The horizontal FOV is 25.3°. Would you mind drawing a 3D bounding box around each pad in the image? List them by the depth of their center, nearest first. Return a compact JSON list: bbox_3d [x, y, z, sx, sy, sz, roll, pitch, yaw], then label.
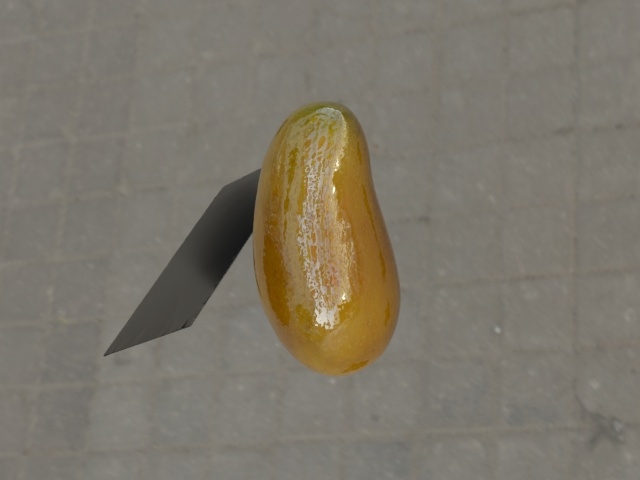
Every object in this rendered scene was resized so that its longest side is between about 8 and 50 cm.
[{"bbox_3d":[-0.086,0.007,1.089,0.127,0.004,0.190,-21,31,51],"label":"pad"}]

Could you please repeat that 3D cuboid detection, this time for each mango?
[{"bbox_3d":[0.000,0.000,0.877,0.085,0.184,0.102,-22,30,-22],"label":"mango"}]
